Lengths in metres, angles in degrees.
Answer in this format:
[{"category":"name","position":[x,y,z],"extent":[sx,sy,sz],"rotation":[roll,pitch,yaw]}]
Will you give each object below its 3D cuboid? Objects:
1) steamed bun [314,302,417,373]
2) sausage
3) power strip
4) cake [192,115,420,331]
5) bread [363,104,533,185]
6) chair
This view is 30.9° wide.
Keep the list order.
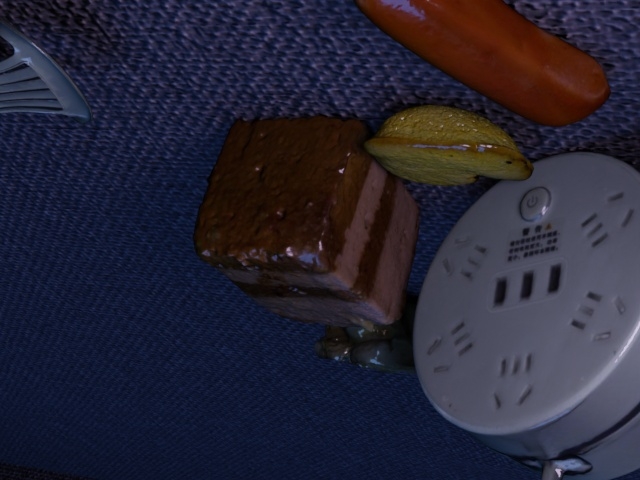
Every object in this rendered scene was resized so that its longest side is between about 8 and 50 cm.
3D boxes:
[{"category":"steamed bun","position":[0.105,0.146,1.768],"extent":[0.192,0.106,0.177],"rotation":[14,171,-25]},{"category":"sausage","position":[0.150,-0.185,1.089],"extent":[0.300,0.083,0.089],"rotation":[28,140,-24]},{"category":"power strip","position":[0.266,0.091,1.256],"extent":[0.161,0.358,0.357],"rotation":[33,150,-33]},{"category":"cake","position":[0.000,0.000,1.432],"extent":[0.196,0.199,0.293],"rotation":[-1,151,28]},{"category":"bread","position":[0.147,-0.102,1.295],"extent":[0.187,0.065,0.149],"rotation":[6,164,15]},{"category":"chair","position":[-0.406,-0.190,1.309],"extent":[0.274,0.191,0.203],"rotation":[-21,146,9]}]
